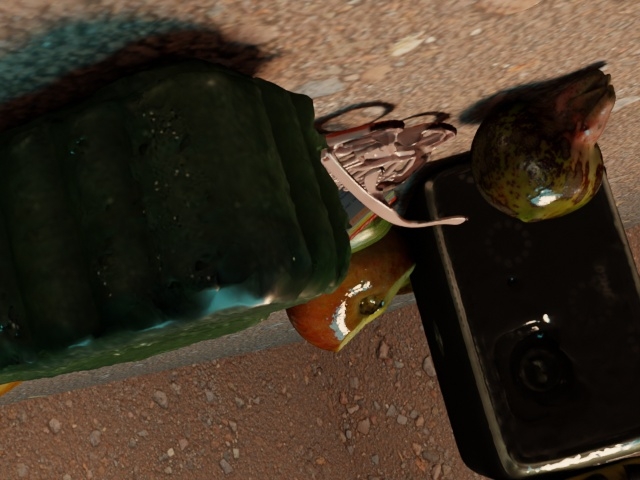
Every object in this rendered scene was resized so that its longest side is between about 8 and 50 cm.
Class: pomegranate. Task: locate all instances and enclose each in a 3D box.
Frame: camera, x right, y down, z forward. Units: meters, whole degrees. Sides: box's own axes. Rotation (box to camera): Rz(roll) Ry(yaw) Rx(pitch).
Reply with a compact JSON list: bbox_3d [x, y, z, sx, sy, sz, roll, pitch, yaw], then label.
[{"bbox_3d":[0.228,-0.085,1.007,0.138,0.125,0.163,8,156,-40],"label":"pomegranate"}]

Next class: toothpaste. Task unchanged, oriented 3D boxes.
[{"bbox_3d":[0.000,0.000,1.140,0.193,0.044,0.070,-43,171,1],"label":"toothpaste"}]

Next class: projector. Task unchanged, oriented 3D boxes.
[{"bbox_3d":[0.270,0.101,1.359,0.242,0.395,0.405,-16,170,-3],"label":"projector"}]

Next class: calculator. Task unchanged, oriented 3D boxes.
[{"bbox_3d":[0.298,0.291,1.227,0.236,0.033,0.157,-4,166,-33],"label":"calculator"}]

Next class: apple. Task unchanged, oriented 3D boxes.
[{"bbox_3d":[0.031,0.052,1.369,0.195,0.160,0.173,-53,-171,14],"label":"apple"}]

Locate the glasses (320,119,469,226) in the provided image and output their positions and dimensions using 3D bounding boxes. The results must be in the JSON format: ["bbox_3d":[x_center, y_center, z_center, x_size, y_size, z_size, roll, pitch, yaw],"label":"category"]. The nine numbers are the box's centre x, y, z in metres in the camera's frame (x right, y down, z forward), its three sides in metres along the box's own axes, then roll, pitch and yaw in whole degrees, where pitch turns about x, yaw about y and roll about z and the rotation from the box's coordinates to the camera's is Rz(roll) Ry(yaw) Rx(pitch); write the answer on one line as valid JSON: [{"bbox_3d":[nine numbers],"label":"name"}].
[{"bbox_3d":[0.039,-0.053,0.982,0.162,0.095,0.255,-12,173,33],"label":"glasses"}]

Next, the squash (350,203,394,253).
[{"bbox_3d":[-0.010,-0.003,1.269,0.219,0.077,0.068,-18,130,22],"label":"squash"}]

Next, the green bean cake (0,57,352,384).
[{"bbox_3d":[-0.120,-0.004,0.762,0.300,0.169,0.308,-18,172,21],"label":"green bean cake"}]

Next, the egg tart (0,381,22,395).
[{"bbox_3d":[-0.462,0.170,1.181,0.341,0.132,0.341,-33,-175,3],"label":"egg tart"}]

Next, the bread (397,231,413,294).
[{"bbox_3d":[0.138,0.036,1.675,0.132,0.103,0.172,-22,169,34],"label":"bread"}]
